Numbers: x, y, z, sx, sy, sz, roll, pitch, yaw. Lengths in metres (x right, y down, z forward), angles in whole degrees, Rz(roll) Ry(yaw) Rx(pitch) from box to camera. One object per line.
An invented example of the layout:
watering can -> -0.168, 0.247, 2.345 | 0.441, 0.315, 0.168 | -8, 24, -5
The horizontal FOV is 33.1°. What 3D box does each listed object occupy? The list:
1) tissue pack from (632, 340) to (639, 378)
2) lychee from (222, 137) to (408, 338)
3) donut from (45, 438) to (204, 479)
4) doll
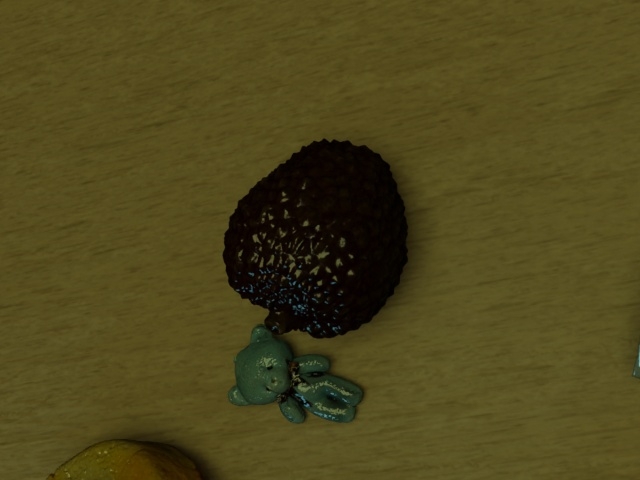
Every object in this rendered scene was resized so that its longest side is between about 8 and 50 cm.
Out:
tissue pack -> 0.506, 0.097, 1.273 | 0.229, 0.145, 0.159 | 14, 123, 18
lychee -> 0.000, 0.000, 1.378 | 0.236, 0.236, 0.271 | 28, 75, 16
donut -> -0.291, 0.403, 1.447 | 0.303, 0.110, 0.303 | -17, 57, 28
doll -> -0.037, 0.195, 1.447 | 0.180, 0.075, 0.120 | 23, 96, 17
